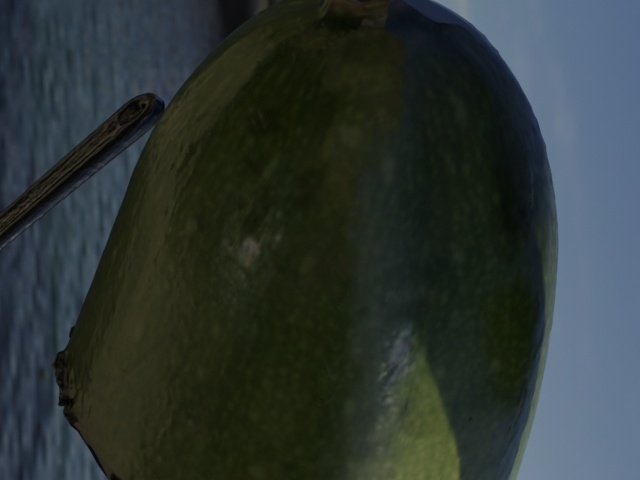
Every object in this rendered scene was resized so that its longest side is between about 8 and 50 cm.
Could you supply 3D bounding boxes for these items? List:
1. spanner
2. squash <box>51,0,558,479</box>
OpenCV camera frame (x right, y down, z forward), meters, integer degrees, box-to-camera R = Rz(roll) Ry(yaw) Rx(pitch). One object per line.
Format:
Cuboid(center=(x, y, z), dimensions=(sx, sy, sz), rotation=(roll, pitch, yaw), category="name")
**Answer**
Cuboid(center=(-0.152, 0.002, 0.667), dimensions=(0.012, 0.208, 0.046), rotation=(48, 1, -33), category="spanner")
Cuboid(center=(0.032, 0.000, 0.869), dimensions=(0.310, 0.310, 0.309), rotation=(-94, -156, -56), category="squash")
